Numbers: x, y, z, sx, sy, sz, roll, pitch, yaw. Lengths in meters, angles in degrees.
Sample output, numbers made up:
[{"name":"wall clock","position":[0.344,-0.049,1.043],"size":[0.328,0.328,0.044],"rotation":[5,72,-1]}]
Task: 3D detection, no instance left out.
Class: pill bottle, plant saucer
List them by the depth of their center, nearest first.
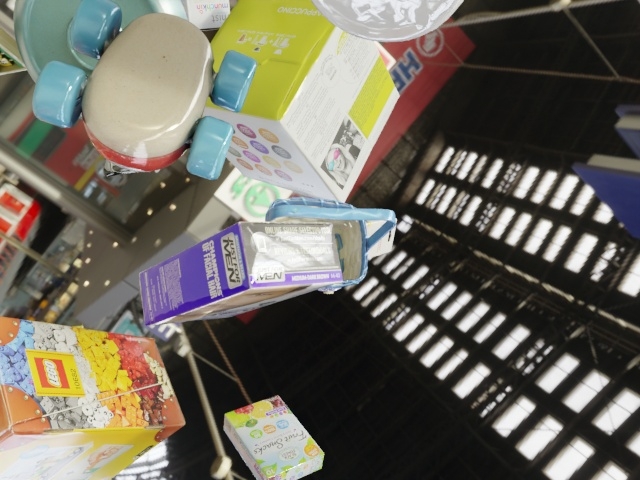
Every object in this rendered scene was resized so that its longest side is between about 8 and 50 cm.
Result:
[{"name":"pill bottle","position":[0.085,-0.367,0.633],"size":[0.169,0.169,0.302],"rotation":[-26,-138,45]},{"name":"plant saucer","position":[-0.387,-0.350,1.064],"size":[0.317,0.317,0.044],"rotation":[-42,-163,20]}]

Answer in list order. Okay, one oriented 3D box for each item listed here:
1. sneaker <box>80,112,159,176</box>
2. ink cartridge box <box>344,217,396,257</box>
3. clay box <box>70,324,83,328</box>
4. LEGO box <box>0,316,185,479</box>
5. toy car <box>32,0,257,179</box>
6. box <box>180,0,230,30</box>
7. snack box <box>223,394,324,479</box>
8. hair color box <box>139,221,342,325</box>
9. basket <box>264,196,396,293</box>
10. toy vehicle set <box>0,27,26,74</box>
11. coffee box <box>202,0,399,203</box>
[{"name":"sneaker","position":[-0.368,-0.181,1.036],"size":[0.086,0.228,0.132],"rotation":[-141,-106,-82]},{"name":"ink cartridge box","position":[0.112,-0.011,1.606],"size":[0.061,0.181,0.105],"rotation":[31,-58,43]},{"name":"clay box","position":[-0.613,0.295,1.491],"size":[0.222,0.053,0.128],"rotation":[-147,-125,-72]},{"name":"LEGO box","position":[-0.556,0.367,1.060],"size":[0.500,0.372,0.193],"rotation":[-38,-118,14]},{"name":"toy car","position":[-0.227,-0.153,0.808],"size":[0.238,0.219,0.211],"rotation":[127,-21,-61]},{"name":"box","position":[-0.350,-0.664,1.559],"size":[0.126,0.231,0.261],"rotation":[-18,-152,-34]},{"name":"snack box","position":[-0.075,0.310,0.940],"size":[0.141,0.100,0.037],"rotation":[40,-48,44]},{"name":"hair color box","position":[-0.146,0.062,1.026],"size":[0.338,0.185,0.110],"rotation":[-24,-107,46]},{"name":"basket","position":[0.000,0.000,1.283],"size":[0.289,0.254,0.201],"rotation":[117,-27,-61]},{"name":"toy vehicle set","position":[-0.672,-0.372,1.085],"size":[0.165,0.267,0.035],"rotation":[-9,-105,7]},{"name":"coffee box","position":[-0.068,-0.341,1.449],"size":[0.337,0.334,0.338],"rotation":[18,-108,34]}]
